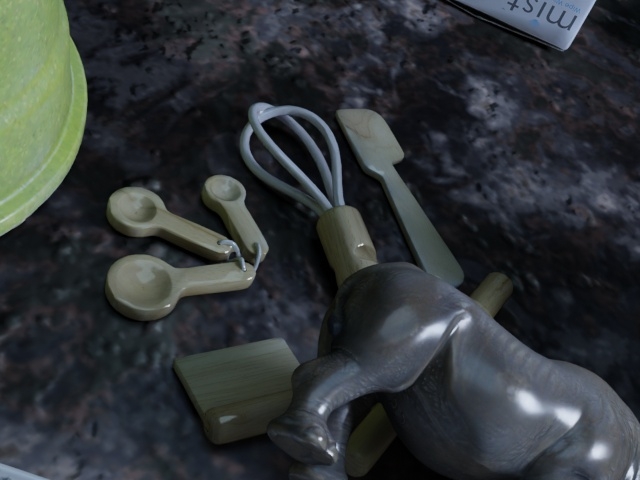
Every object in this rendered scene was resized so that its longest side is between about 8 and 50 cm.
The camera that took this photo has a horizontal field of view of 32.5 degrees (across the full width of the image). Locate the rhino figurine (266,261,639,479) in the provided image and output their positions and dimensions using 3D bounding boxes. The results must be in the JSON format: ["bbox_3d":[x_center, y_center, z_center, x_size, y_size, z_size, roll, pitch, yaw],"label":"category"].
[{"bbox_3d":[0.092,0.096,0.479,0.243,0.073,0.106,32,61,-15],"label":"rhino figurine"}]

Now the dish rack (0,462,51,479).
[{"bbox_3d":[-0.130,0.178,0.323,0.333,0.072,0.285,21,43,-7],"label":"dish rack"}]

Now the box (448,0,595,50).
[{"bbox_3d":[0.199,-0.312,0.816,0.127,0.231,0.262,25,44,0],"label":"box"}]

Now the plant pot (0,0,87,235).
[{"bbox_3d":[-0.218,-0.167,0.476,0.276,0.254,0.276,13,45,-13],"label":"plant pot"}]

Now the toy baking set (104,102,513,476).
[{"bbox_3d":[0.004,0.005,0.573,0.197,0.030,0.256,40,46,15],"label":"toy baking set"}]
